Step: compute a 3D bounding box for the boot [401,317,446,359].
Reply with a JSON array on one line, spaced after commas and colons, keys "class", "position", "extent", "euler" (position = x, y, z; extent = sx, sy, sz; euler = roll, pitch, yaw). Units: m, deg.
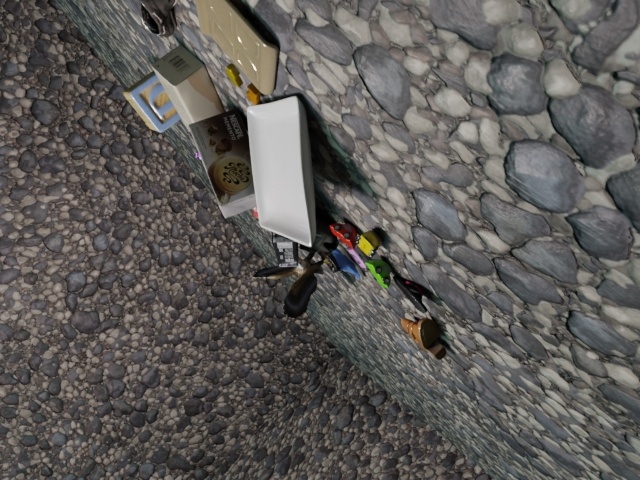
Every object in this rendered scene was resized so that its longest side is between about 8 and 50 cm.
[{"class": "boot", "position": [0.307, 0.281, 1.488], "extent": [0.152, 0.073, 0.197], "euler": [40, 162, 51]}]

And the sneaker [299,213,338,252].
[{"class": "sneaker", "position": [0.000, 0.000, 1.629], "extent": [0.130, 0.109, 0.286], "euler": [29, 172, 6]}]

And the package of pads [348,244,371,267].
[{"class": "package of pads", "position": [0.127, 0.051, 1.498], "extent": [0.083, 0.032, 0.050], "euler": [51, 166, -9]}]

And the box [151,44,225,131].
[{"class": "box", "position": [-0.423, -0.473, 1.598], "extent": [0.148, 0.121, 0.311], "euler": [43, 166, 23]}]

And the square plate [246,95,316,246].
[{"class": "square plate", "position": [-0.100, -0.182, 1.232], "extent": [0.344, 0.049, 0.348], "euler": [21, 118, 61]}]

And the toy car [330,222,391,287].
[{"class": "toy car", "position": [0.144, 0.041, 1.366], "extent": [0.225, 0.053, 0.239], "euler": [54, 167, -22]}]

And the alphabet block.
[{"class": "alphabet block", "position": [-0.666, -0.579, 1.953], "extent": [0.197, 0.192, 0.194], "euler": [27, 153, 56]}]

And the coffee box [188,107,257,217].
[{"class": "coffee box", "position": [-0.283, -0.245, 1.503], "extent": [0.119, 0.168, 0.297], "euler": [98, 150, -74]}]

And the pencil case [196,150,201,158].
[{"class": "pencil case", "position": [-0.320, -0.301, 1.623], "extent": [0.088, 0.205, 0.086], "euler": [-85, 5, -49]}]

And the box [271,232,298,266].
[{"class": "box", "position": [-0.112, -0.066, 1.553], "extent": [0.307, 0.076, 0.243], "euler": [95, 174, -73]}]

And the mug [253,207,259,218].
[{"class": "mug", "position": [-0.217, -0.187, 1.741], "extent": [0.150, 0.113, 0.169], "euler": [-127, 20, -48]}]

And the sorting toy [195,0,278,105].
[{"class": "sorting toy", "position": [-0.188, -0.444, 1.100], "extent": [0.229, 0.041, 0.307], "euler": [44, 167, 0]}]

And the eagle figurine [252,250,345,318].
[{"class": "eagle figurine", "position": [-0.089, 0.133, 1.856], "extent": [0.225, 0.298, 0.226], "euler": [55, 166, -30]}]

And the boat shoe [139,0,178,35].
[{"class": "boat shoe", "position": [-0.467, -0.637, 1.317], "extent": [0.112, 0.095, 0.335], "euler": [52, 167, -16]}]

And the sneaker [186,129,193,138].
[{"class": "sneaker", "position": [-0.483, -0.449, 1.896], "extent": [0.121, 0.112, 0.299], "euler": [53, 167, -17]}]

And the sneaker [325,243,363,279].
[{"class": "sneaker", "position": [0.080, 0.096, 1.666], "extent": [0.152, 0.084, 0.058], "euler": [51, 167, -13]}]

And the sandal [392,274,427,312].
[{"class": "sandal", "position": [0.257, 0.140, 1.331], "extent": [0.067, 0.040, 0.179], "euler": [62, 177, -27]}]
